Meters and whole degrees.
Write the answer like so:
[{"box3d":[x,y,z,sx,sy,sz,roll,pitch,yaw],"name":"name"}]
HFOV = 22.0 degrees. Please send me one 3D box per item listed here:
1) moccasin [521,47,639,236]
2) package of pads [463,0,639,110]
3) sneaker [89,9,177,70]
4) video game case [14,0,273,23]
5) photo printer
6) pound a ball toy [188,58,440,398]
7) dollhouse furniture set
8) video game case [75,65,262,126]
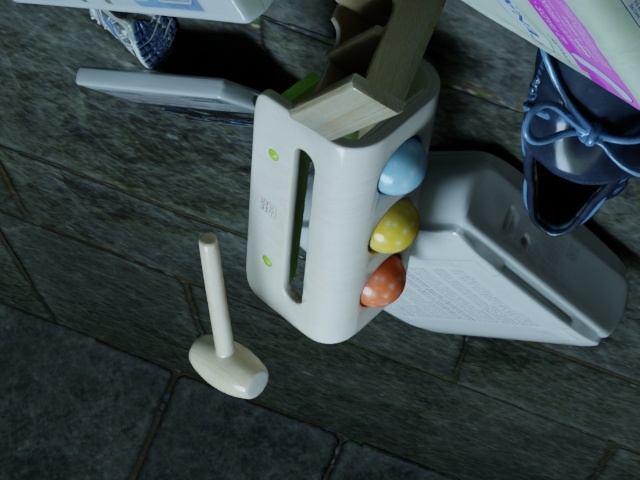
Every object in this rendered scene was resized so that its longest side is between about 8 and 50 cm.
[{"box3d":[0.217,-0.089,1.236,0.138,0.116,0.342,19,163,13],"name":"moccasin"},{"box3d":[0.097,-0.204,0.915,0.296,0.101,0.229,41,180,44],"name":"package of pads"},{"box3d":[-0.179,-0.209,1.511,0.058,0.052,0.135,23,159,36],"name":"sneaker"},{"box3d":[-0.205,-0.278,1.113,0.329,0.036,0.300,15,145,51],"name":"video game case"},{"box3d":[0.122,0.008,1.671,0.256,0.107,0.307,36,159,-33],"name":"photo printer"},{"box3d":[0.000,0.000,1.434,0.136,0.208,0.319,35,146,22],"name":"pound a ball toy"},{"box3d":[-0.038,-0.202,1.137,0.242,0.161,0.212,28,162,-19],"name":"dollhouse furniture set"},{"box3d":[-0.110,-0.135,1.593,0.190,0.022,0.173,9,176,38],"name":"video game case"}]
